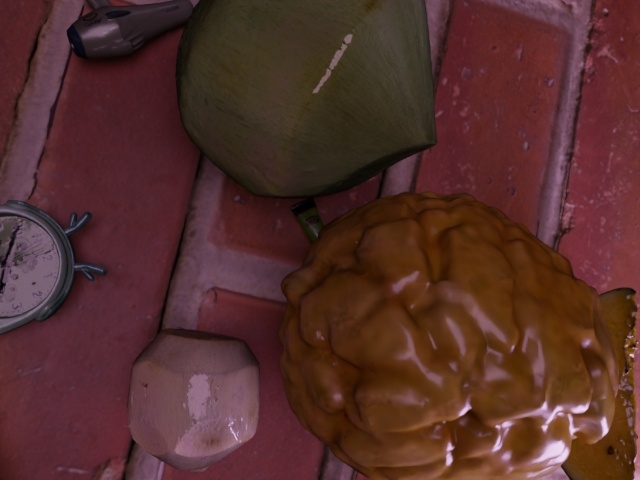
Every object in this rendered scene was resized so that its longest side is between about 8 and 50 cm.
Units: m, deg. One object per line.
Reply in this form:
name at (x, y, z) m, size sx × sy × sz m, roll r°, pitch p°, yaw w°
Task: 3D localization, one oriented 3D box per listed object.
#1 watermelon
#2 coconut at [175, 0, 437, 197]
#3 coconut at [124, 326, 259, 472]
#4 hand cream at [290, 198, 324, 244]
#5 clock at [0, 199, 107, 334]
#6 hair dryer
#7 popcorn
watermelon at (0.390, 0.220, 0.847) m, size 0.123 × 0.129 × 0.301 m, roll 8°, pitch 78°, yaw -14°
coconut at (-0.003, -0.189, 0.724) m, size 0.328 × 0.281 × 0.328 m, roll 5°, pitch 49°, yaw -5°
coconut at (-0.152, 0.192, 0.722) m, size 0.161 × 0.161 × 0.162 m, roll 9°, pitch 85°, yaw -11°
hand cream at (0.000, 0.000, 0.838) m, size 0.036 × 0.023 × 0.122 m, roll -26°, pitch 87°, yaw -13°
clock at (-0.374, 0.032, 0.733) m, size 0.211 × 0.066 × 0.159 m, roll -14°, pitch 88°, yaw -13°
hair dryer at (-0.266, -0.336, 0.808) m, size 0.167 × 0.067 × 0.199 m, roll -12°, pitch 73°, yaw -22°
popcorn at (0.149, 0.110, 0.695) m, size 0.354 × 0.390 × 0.344 m, roll -3°, pitch 67°, yaw 19°
